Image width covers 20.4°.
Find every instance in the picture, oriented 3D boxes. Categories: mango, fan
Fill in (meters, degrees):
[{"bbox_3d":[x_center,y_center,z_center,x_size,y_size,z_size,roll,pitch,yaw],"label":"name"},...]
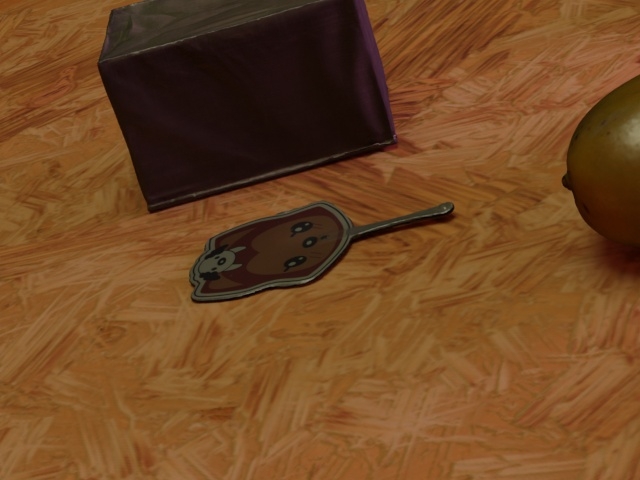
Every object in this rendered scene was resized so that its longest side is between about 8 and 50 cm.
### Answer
[{"bbox_3d":[0.281,-0.079,1.259,0.251,0.114,0.156,-34,22,-30],"label":"mango"},{"bbox_3d":[0.000,0.000,1.407,0.220,0.009,0.132,-14,27,11],"label":"fan"}]

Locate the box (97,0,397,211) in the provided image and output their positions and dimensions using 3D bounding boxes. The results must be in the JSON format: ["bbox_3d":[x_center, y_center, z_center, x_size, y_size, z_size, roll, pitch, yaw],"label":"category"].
[{"bbox_3d":[-0.062,-0.148,1.589,0.231,0.149,0.155,-14,25,6],"label":"box"}]
